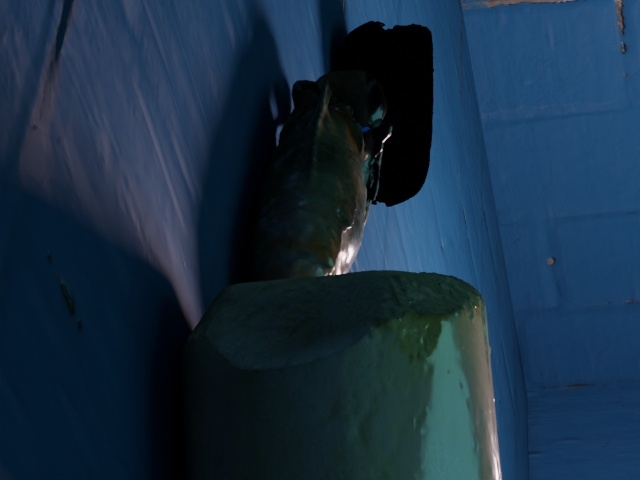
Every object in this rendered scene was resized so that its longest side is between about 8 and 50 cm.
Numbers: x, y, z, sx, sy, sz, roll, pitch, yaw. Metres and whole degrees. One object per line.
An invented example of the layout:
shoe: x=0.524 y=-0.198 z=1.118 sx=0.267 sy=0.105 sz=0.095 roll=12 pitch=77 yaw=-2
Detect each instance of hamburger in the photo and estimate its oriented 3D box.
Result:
hamburger: x=0.081 y=-0.151 z=1.985 sx=0.231 sy=0.106 sz=0.231 roll=0 pitch=90 yaw=-85

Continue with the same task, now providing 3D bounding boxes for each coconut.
coconut: x=0.017 y=0.149 z=1.172 sx=0.239 sy=0.239 sz=0.244 roll=34 pitch=52 yaw=-76

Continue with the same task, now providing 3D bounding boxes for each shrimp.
shrimp: x=0.000 y=0.000 z=1.501 sx=0.446 sy=0.110 sz=0.221 roll=-79 pitch=167 yaw=-45
